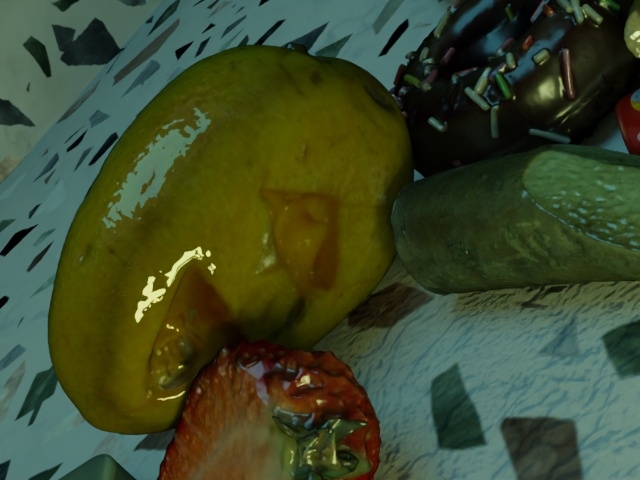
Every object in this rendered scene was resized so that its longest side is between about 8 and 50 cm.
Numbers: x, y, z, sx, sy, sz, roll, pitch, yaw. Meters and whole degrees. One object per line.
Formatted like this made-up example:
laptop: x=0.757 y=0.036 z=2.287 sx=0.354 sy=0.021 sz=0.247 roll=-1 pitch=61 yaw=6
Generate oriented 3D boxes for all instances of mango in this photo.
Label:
mango: x=-0.072 y=-0.003 z=0.816 sx=0.365 sy=0.253 sz=0.182 roll=-49 pitch=37 yaw=-18

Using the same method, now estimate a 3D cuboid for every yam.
yam: x=0.161 y=-0.015 z=0.685 sx=0.259 sy=0.106 sz=0.106 roll=-11 pitch=40 yaw=51

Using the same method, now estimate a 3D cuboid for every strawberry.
strawberry: x=-0.027 y=0.156 z=0.702 sx=0.236 sy=0.107 sz=0.175 roll=-4 pitch=84 yaw=57

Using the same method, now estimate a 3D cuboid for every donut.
donut: x=0.172 y=-0.159 z=0.890 sx=0.270 sy=0.103 sz=0.269 roll=-35 pitch=27 yaw=21

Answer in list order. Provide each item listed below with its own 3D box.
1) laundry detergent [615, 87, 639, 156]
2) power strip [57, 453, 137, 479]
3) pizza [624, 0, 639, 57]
laundry detergent: x=0.288 y=-0.108 z=0.695 sx=0.165 sy=0.049 sz=0.097 roll=-29 pitch=25 yaw=26
power strip: x=-0.271 y=0.310 z=0.856 sx=0.265 sy=0.059 sz=0.193 roll=-34 pitch=26 yaw=17
pizza: x=0.321 y=-0.190 z=0.753 sx=0.161 sy=0.062 sz=0.182 roll=-10 pitch=22 yaw=34
